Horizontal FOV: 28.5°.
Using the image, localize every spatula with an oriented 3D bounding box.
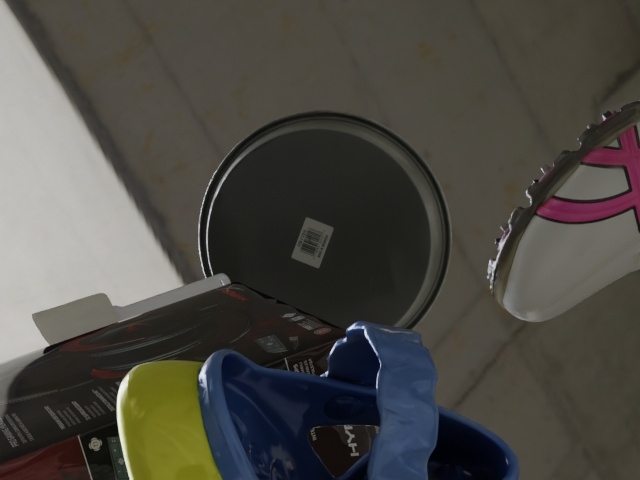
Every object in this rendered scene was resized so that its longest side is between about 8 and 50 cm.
[{"bbox_3d":[-0.124,0.113,1.062,0.242,0.019,0.168,-16,-105,-57],"label":"spatula"}]

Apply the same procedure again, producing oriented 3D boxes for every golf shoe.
[{"bbox_3d":[0.152,-0.021,0.509,0.086,0.186,0.067,55,-168,27],"label":"golf shoe"}]

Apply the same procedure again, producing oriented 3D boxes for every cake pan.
[{"bbox_3d":[0.000,0.000,1.418,0.054,0.293,0.293,-32,-74,-80],"label":"cake pan"}]

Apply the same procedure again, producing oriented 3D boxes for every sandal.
[{"bbox_3d":[0.043,0.141,0.636,0.317,0.138,0.126,44,-156,-44],"label":"sandal"}]

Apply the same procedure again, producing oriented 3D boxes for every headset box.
[{"bbox_3d":[-0.138,0.137,0.849,0.293,0.218,0.110,-18,-76,-20],"label":"headset box"}]
